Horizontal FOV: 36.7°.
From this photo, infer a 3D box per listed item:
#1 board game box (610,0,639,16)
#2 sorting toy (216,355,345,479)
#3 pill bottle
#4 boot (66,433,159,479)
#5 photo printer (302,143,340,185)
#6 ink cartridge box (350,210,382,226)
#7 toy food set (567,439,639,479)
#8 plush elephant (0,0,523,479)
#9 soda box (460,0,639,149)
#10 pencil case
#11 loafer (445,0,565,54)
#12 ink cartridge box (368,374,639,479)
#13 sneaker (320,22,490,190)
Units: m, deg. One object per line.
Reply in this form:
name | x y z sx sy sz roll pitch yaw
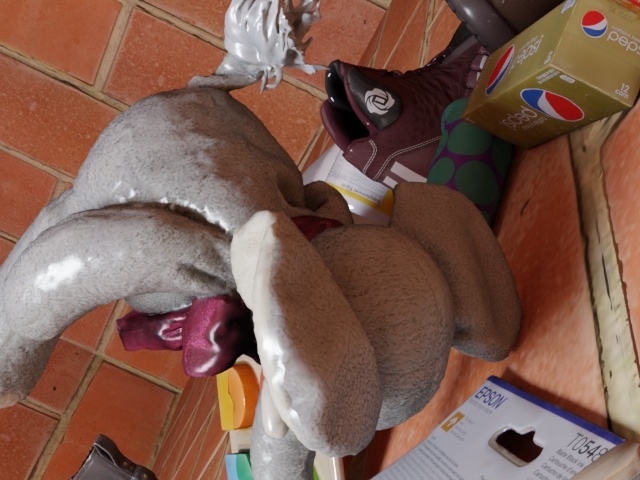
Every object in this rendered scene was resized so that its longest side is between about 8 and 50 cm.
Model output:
board game box | 0.228 -0.253 0.642 0.194 0.045 0.147 -62 19 19
sorting toy | -0.040 0.165 0.809 0.193 0.038 0.208 -22 69 59
pill bottle | 0.061 -0.067 1.100 0.184 0.103 0.103 -65 7 -1
boot | -0.224 0.362 1.168 0.263 0.229 0.091 -61 8 25
photo printer | 0.000 0.000 1.299 0.256 0.107 0.307 -66 8 -9
ink cartridge box | 0.005 0.098 0.961 0.160 0.092 0.219 -58 10 43
toy food set | 0.100 0.144 0.257 0.128 0.071 0.218 -40 10 1
plush elephant | -0.028 0.040 0.586 0.271 0.255 0.330 -6 -42 -47
soda box | 0.162 -0.114 0.681 0.058 0.061 0.181 -65 7 -6
pencil case | 0.113 -0.041 0.783 0.070 0.064 0.152 -27 34 52
loafer | 0.197 -0.306 0.966 0.130 0.134 0.366 -34 31 26
ink cartridge box | 0.045 0.166 0.478 0.224 0.045 0.223 -37 5 -5
sneaker | 0.091 -0.163 0.969 0.106 0.162 0.281 -56 11 49
